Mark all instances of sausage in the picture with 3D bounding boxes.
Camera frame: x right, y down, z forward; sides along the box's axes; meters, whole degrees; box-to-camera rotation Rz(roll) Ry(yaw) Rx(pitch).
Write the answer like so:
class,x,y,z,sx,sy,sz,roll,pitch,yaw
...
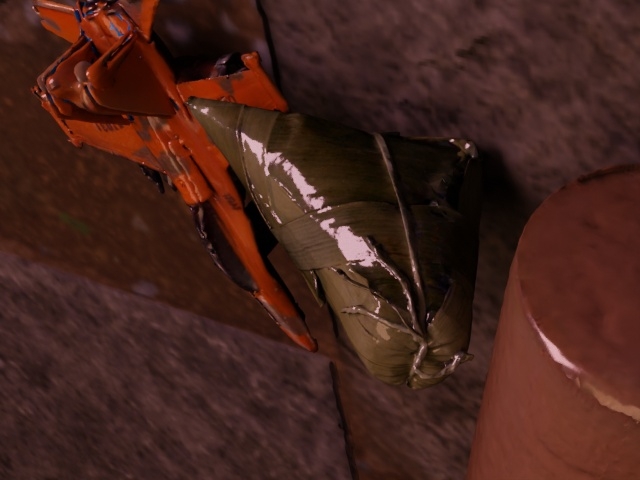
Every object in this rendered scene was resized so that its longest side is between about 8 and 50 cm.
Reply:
class,x,y,z,sx,sy,sz,roll,pitch,yaw
sausage,0.112,0.098,0.716,0.123,0.123,0.253,29,141,19

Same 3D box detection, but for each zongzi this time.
class,x,y,z,sx,sy,sz,roll,pitch,yaw
zongzi,0.000,0.000,0.705,0.119,0.109,0.055,14,136,-6

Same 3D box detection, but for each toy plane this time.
class,x,y,z,sx,sy,sz,roll,pitch,yaw
toy plane,-0.046,-0.032,0.797,0.135,0.062,0.188,-6,136,45
